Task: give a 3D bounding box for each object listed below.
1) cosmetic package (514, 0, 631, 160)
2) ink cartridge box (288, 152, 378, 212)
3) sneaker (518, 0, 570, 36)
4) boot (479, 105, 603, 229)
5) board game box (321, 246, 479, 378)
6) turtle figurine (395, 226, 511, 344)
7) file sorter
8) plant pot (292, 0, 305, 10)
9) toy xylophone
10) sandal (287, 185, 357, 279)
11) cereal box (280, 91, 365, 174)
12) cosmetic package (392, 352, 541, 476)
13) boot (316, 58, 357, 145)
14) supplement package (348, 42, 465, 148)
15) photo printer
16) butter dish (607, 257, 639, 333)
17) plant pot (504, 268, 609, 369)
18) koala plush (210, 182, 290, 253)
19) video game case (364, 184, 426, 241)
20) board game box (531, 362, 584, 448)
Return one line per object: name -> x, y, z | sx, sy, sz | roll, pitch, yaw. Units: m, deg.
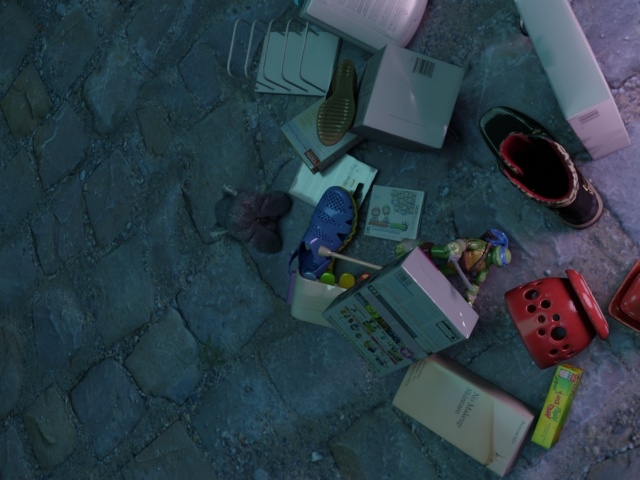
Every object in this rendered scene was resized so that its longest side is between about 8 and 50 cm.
cosmetic package -> 0.542, -0.349, 1.373 | 0.097, 0.377, 0.284 | -27, 72, 25
ink cartridge box -> 0.039, -0.169, 1.860 | 0.224, 0.056, 0.181 | 29, 99, 19
sneaker -> 0.579, -0.612, 1.540 | 0.122, 0.110, 0.283 | 36, 103, 26
boot -> 0.467, -0.191, 1.454 | 0.138, 0.284, 0.377 | -42, 66, 21
board game box -> 0.180, 0.177, 1.526 | 0.224, 0.097, 0.303 | 49, 133, -5
turtle figurine -> 0.309, 0.084, 1.565 | 0.266, 0.198, 0.275 | 1, 71, 40
file sorter -> -0.109, -0.547, 1.914 | 0.277, 0.173, 0.193 | 11, 91, 31
plant pot -> -0.001, -0.807, 1.838 | 0.255, 0.271, 0.272 | -40, 65, 6
toy xylophone -> 0.070, 0.141, 1.693 | 0.322, 0.081, 0.236 | 21, 109, 5
sandal -> 0.000, 0.000, 1.783 | 0.126, 0.138, 0.317 | 28, 109, 29
cereal box -> 0.028, -0.320, 1.832 | 0.240, 0.047, 0.173 | -35, 67, 1
cosmetic package -> 0.349, 0.406, 1.563 | 0.309, 0.113, 0.160 | 28, 99, 32
boot -> 0.045, -0.327, 1.695 | 0.090, 0.207, 0.248 | 14, 75, 1
supplement package -> 0.199, -0.345, 1.614 | 0.199, 0.262, 0.198 | 16, 94, -9
photo printer -> 0.131, -0.649, 1.729 | 0.256, 0.307, 0.107 | -66, 17, 11
butter dish -> 0.710, 0.128, 1.369 | 0.160, 0.118, 0.160 | 34, 102, 30
plant pot -> 0.528, 0.168, 1.441 | 0.174, 0.191, 0.191 | -28, 71, 16
koala plush -> -0.241, -0.079, 1.946 | 0.221, 0.203, 0.196 | 16, 93, 43
video game case -> 0.201, -0.072, 1.760 | 0.157, 0.019, 0.143 | 11, 90, 32
board game box -> 0.537, 0.371, 1.462 | 0.043, 0.092, 0.181 | 21, 95, 32
